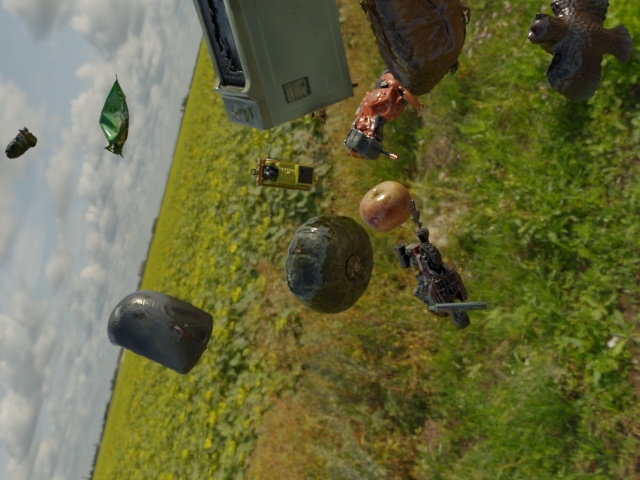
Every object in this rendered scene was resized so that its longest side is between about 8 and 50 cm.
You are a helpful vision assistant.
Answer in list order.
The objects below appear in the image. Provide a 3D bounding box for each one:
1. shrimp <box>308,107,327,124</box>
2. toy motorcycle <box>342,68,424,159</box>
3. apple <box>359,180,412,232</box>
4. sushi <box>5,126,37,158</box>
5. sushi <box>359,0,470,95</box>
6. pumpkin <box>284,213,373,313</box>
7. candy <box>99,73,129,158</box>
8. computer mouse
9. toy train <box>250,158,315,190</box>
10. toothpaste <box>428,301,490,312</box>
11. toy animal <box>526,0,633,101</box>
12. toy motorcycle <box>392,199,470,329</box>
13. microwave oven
[{"bbox_3d":[-0.018,-0.414,1.795,0.095,0.045,0.162,-23,64,31],"label":"shrimp"},{"bbox_3d":[0.205,-0.403,1.894,0.221,0.148,0.325,33,97,46],"label":"toy motorcycle"},{"bbox_3d":[0.250,-0.123,2.242,0.209,0.164,0.209,-30,25,16],"label":"apple"},{"bbox_3d":[-0.884,-0.285,1.730,0.083,0.056,0.084,-44,32,12],"label":"sushi"},{"bbox_3d":[0.156,-0.396,1.007,0.167,0.296,0.179,-26,31,19],"label":"sushi"},{"bbox_3d":[0.017,0.049,1.243,0.157,0.224,0.223,4,78,32],"label":"pumpkin"},{"bbox_3d":[-0.564,-0.336,1.605,0.141,0.078,0.203,172,102,-67],"label":"candy"},{"bbox_3d":[-0.408,0.214,1.467,0.100,0.269,0.170,94,-161,-66],"label":"computer mouse"},{"bbox_3d":[-0.107,-0.206,1.830,0.127,0.219,0.089,-174,89,-66],"label":"toy train"},{"bbox_3d":[0.317,0.152,1.340,0.037,0.140,0.021,60,-150,-57],"label":"toothpaste"},{"bbox_3d":[0.465,-0.370,1.058,0.116,0.180,0.218,11,94,54],"label":"toy animal"},{"bbox_3d":[0.320,0.079,1.766,0.400,0.134,0.207,64,164,-9],"label":"toy motorcycle"},{"bbox_3d":[-0.114,-0.463,1.320,0.218,0.286,0.354,24,136,53],"label":"microwave oven"}]
